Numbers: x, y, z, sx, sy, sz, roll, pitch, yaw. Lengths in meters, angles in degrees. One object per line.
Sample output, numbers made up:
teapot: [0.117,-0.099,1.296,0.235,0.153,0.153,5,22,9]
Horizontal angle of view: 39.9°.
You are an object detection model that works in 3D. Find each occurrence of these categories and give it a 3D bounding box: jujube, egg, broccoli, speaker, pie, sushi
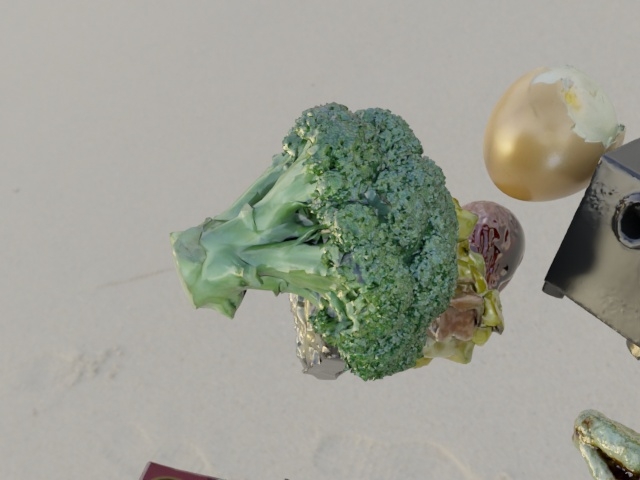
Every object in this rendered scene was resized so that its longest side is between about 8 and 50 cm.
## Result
jujube: [0.283,0.035,1.578,0.168,0.168,0.236,-20,30,31]
egg: [0.357,-0.160,1.388,0.244,0.201,0.201,-52,17,47]
broccoli: [0.000,0.000,0.812,0.270,0.270,0.270,-11,32,-9]
speaker: [0.473,-0.002,1.240,0.232,0.254,0.184,-23,50,-40]
pie: [0.431,0.305,1.102,0.105,0.274,0.257,-52,33,11]
sushi: [0.094,0.034,1.278,0.285,0.328,0.329,-8,72,-8]

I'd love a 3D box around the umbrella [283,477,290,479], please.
umbrella: [-0.073,0.405,1.469,0.022,0.122,0.013,27,91,26]

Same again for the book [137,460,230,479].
book: [-0.075,0.238,0.604,0.162,0.022,0.232,12,19,2]
